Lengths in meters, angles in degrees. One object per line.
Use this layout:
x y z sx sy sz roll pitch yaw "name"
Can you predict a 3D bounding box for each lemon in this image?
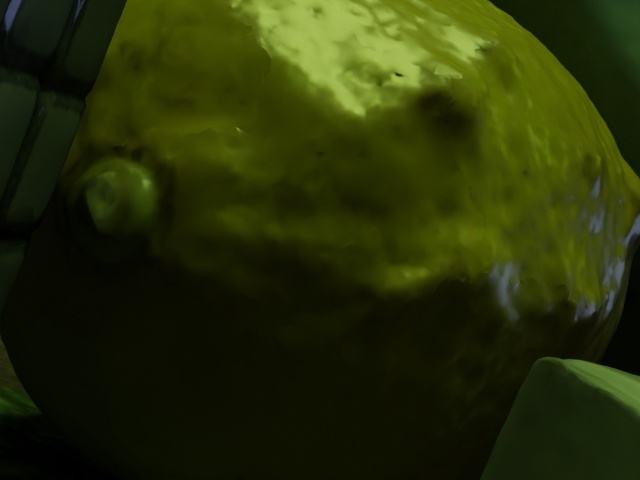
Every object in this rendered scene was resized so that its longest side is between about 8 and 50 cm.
0.000 0.000 0.531 0.233 0.233 0.288 24 3 31 "lemon"

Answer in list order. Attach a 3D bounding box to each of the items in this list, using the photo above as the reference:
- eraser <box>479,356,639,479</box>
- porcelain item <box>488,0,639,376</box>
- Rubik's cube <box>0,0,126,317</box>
0.161 0.126 0.401 0.279 0.124 0.081 17 7 -31 "eraser"
0.117 -0.091 0.697 0.178 0.405 0.242 -19 -9 -43 "porcelain item"
-0.193 -0.063 0.314 0.237 0.238 0.237 21 4 7 "Rubik's cube"
